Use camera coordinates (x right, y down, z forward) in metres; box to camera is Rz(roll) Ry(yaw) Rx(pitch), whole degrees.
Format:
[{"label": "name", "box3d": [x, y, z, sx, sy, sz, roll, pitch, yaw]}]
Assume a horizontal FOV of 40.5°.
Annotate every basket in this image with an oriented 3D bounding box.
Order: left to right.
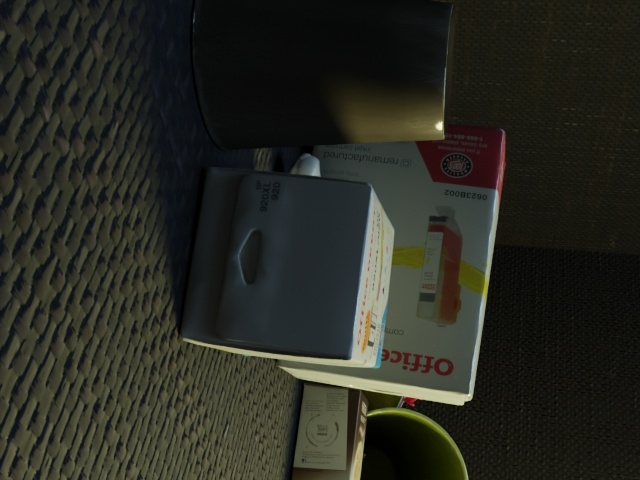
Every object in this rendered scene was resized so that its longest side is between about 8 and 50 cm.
[{"label": "basket", "box3d": [0.012, -0.166, 0.843, 0.204, 0.226, 0.154, 78, 20, -59]}]

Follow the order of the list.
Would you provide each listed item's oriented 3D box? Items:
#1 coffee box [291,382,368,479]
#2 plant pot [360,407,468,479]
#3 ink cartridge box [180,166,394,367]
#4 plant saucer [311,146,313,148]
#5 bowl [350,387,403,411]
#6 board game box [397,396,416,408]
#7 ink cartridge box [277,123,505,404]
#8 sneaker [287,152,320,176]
[{"label": "coffee box", "box3d": [0.013, 0.373, 1.437, 0.141, 0.098, 0.247, 65, 31, -70]}, {"label": "plant pot", "box3d": [0.110, 0.461, 1.663, 0.293, 0.274, 0.275, 120, -23, -77]}, {"label": "ink cartridge box", "box3d": [-0.022, 0.039, 0.905, 0.232, 0.168, 0.171, 44, 52, -76]}, {"label": "plant saucer", "box3d": [-0.004, -0.173, 1.335, 0.083, 0.015, 0.084, 5, 90, -79]}, {"label": "bowl", "box3d": [0.137, 0.237, 1.813, 0.289, 0.156, 0.289, -57, 168, -19]}, {"label": "board game box", "box3d": [0.193, 0.288, 1.703, 0.169, 0.033, 0.133, -54, 166, -35]}, {"label": "ink cartridge box", "box3d": [0.111, 0.028, 1.277, 0.160, 0.279, 0.385, 53, 45, -74]}, {"label": "sneaker", "box3d": [0.000, 0.000, 1.154, 0.090, 0.115, 0.232, -52, 145, -72]}]
